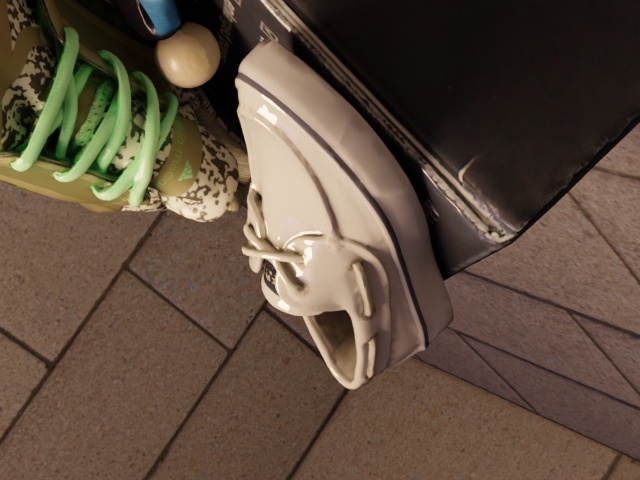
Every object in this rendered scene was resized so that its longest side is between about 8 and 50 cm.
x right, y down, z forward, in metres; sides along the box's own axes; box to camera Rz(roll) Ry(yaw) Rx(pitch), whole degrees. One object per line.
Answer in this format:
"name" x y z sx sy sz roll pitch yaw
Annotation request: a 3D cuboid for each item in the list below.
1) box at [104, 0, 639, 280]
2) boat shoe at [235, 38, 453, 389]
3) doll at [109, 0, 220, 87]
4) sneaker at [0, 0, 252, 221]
"box" 0.003 -0.219 0.920 0.472 0.297 0.480 48 169 1
"boat shoe" 0.000 0.000 0.731 0.096 0.088 0.267 40 167 30
"doll" -0.117 -0.161 0.714 0.189 0.046 0.129 49 179 -25
"sneaker" -0.131 -0.079 0.760 0.182 0.158 0.410 24 -174 10
